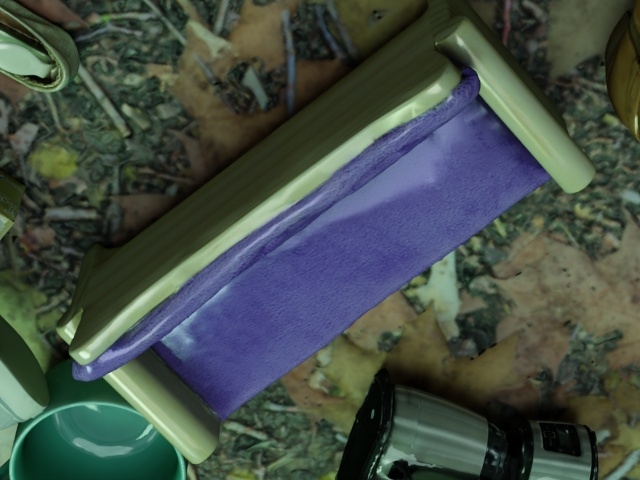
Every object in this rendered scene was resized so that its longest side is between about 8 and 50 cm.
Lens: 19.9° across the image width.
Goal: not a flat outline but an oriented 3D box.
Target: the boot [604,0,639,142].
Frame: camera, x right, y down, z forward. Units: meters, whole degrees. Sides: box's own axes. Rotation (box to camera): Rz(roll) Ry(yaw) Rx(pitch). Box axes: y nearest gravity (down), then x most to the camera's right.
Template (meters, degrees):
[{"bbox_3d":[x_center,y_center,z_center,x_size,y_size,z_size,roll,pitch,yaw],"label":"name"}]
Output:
[{"bbox_3d":[0.247,-0.156,1.189,0.073,0.152,0.197,13,117,-7],"label":"boot"}]

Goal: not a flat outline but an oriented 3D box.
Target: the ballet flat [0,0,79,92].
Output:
[{"bbox_3d":[-0.240,-0.153,1.241,0.168,0.052,0.057,25,115,-13],"label":"ballet flat"}]

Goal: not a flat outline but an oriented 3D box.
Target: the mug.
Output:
[{"bbox_3d":[-0.177,0.148,1.376,0.158,0.097,0.129,3,118,-1],"label":"mug"}]

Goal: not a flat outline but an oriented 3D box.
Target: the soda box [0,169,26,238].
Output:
[{"bbox_3d":[-0.291,0.019,1.327,0.058,0.061,0.181,36,112,-17],"label":"soda box"}]

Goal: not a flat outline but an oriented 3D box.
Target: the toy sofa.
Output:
[{"bbox_3d":[0.000,0.000,1.257,0.362,0.177,0.150,-37,112,16],"label":"toy sofa"}]

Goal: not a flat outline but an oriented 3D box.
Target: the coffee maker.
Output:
[{"bbox_3d":[0.106,0.196,1.409,0.178,0.120,0.171,17,140,-8],"label":"coffee maker"}]

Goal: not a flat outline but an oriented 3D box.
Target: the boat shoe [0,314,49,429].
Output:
[{"bbox_3d":[-0.283,0.054,1.264,0.081,0.079,0.227,-31,118,10],"label":"boat shoe"}]
